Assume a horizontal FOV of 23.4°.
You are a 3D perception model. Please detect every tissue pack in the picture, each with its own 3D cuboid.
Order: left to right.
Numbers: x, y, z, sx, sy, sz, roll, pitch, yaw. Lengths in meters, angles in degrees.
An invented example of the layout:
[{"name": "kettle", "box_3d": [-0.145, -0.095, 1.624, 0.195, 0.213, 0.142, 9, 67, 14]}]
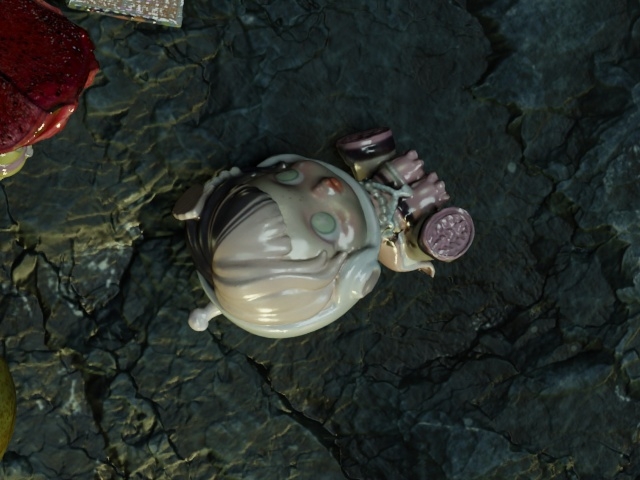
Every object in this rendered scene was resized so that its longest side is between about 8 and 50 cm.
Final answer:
[{"name": "tissue pack", "box_3d": [-0.250, -0.303, 1.882, 0.148, 0.108, 0.060, 7, 101, -26]}]

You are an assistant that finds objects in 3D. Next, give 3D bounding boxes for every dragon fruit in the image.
[{"name": "dragon fruit", "box_3d": [-0.381, -0.203, 1.808, 0.261, 0.163, 0.189, 43, 102, 14]}]

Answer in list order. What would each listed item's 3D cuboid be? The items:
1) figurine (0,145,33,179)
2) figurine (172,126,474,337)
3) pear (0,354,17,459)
[{"name": "figurine", "box_3d": [-0.361, -0.147, 1.894, 0.083, 0.083, 0.187, 37, 72, -28]}, {"name": "figurine", "box_3d": [0.005, 0.004, 2.010, 0.361, 0.253, 0.211, -15, 125, -31]}, {"name": "pear", "box_3d": [-0.467, 0.204, 1.837, 0.228, 0.188, 0.211, 43, 57, -67]}]
